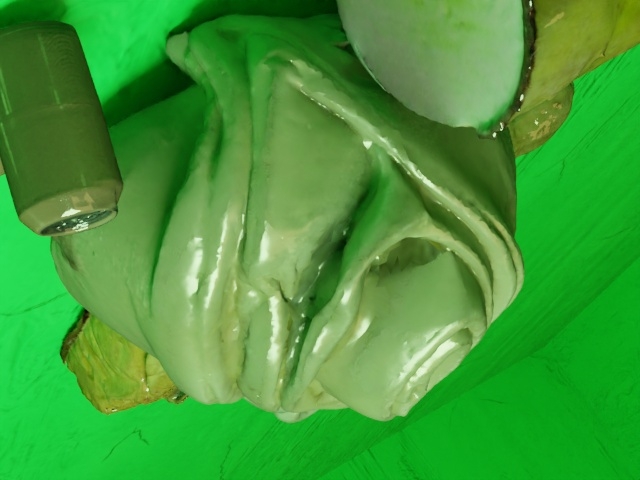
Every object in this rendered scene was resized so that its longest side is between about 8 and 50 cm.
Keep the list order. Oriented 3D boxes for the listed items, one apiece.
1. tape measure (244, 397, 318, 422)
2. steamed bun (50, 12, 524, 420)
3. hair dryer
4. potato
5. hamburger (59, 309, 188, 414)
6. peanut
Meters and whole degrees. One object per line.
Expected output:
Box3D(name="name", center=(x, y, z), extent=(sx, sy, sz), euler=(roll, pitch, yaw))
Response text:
Box3D(name="tape measure", center=(0.007, 0.089, 1.373), extent=(0.258, 0.130, 0.265), euler=(-39, 157, 3))
Box3D(name="steamed bun", center=(0.002, 0.007, 0.831), extent=(0.324, 0.219, 0.309), euler=(22, 116, -41))
Box3D(name="hair dryer", center=(-0.205, -0.043, 0.687), extent=(0.182, 0.117, 0.064), euler=(-21, 171, 24))
Box3D(name="potato", center=(0.157, -0.215, 0.708), extent=(0.266, 0.229, 0.229), euler=(-24, 160, -22))
Box3D(name="hamburger", center=(-0.134, 0.076, 1.062), extent=(0.124, 0.131, 0.262), euler=(-16, 158, -37))
Box3D(name="peanut", center=(0.193, -0.121, 1.242), extent=(0.193, 0.089, 0.089), euler=(-37, 164, -13))
